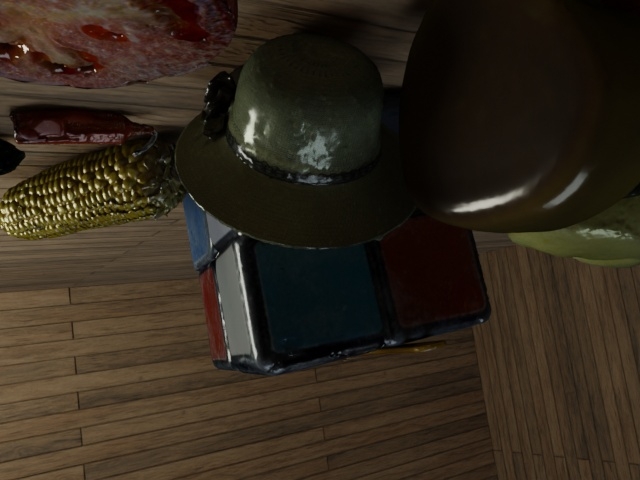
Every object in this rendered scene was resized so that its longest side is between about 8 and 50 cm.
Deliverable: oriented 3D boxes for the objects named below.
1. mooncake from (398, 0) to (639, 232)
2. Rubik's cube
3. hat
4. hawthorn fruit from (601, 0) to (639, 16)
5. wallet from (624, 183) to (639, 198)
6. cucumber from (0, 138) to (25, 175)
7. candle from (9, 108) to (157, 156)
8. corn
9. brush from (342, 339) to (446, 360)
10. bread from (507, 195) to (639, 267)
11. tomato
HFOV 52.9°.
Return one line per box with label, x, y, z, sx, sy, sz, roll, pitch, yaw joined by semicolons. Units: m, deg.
mooncake;0.165;-0.108;0.546;0.116;0.235;0.234;-5;171;-31
Rubik's cube;0.000;0.000;0.893;0.318;0.314;0.316;-9;173;-20
hat;-0.009;-0.124;0.623;0.257;0.257;0.130;-5;135;-19
hawthorn fruit;0.281;-0.170;0.653;0.156;0.157;0.194;-12;-174;25
wallet;0.348;-0.143;0.747;0.168;0.245;0.052;-14;128;12
cucumber;-0.462;-0.094;0.722;0.067;0.067;0.245;-15;170;42
candle;-0.268;-0.125;0.743;0.162;0.048;0.053;-4;154;-27
corn;-0.314;-0.068;0.892;0.317;0.115;0.115;-9;172;23
brush;0.093;0.140;0.839;0.103;0.014;0.272;-11;173;-17
bread;0.511;-0.080;1.220;0.320;0.238;0.320;6;167;1
tomato;-0.165;-0.170;0.402;0.224;0.085;0.225;-5;174;-1
